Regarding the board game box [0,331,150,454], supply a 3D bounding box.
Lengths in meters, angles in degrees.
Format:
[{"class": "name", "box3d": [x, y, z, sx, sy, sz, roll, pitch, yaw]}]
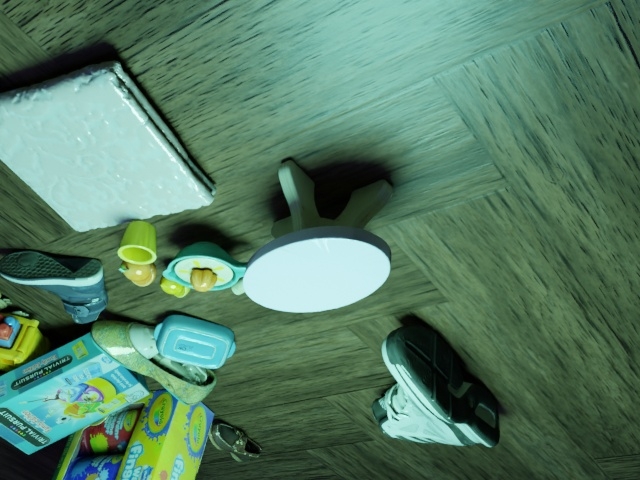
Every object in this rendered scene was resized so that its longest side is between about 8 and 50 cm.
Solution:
[{"class": "board game box", "box3d": [-0.618, 0.368, 1.847, 0.336, 0.079, 0.254, -27, 144, -5]}]

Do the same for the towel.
[{"class": "towel", "box3d": [-0.387, -0.148, 1.308, 0.332, 0.053, 0.317, -9, 138, 26]}]

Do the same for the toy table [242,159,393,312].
[{"class": "toy table", "box3d": [0.000, 0.000, 1.301, 0.274, 0.161, 0.252, -11, 136, 26]}]

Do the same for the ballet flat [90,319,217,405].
[{"class": "ballet flat", "box3d": [-0.376, 0.268, 1.798, 0.123, 0.123, 0.348, -19, 132, 34]}]

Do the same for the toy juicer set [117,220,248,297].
[{"class": "toy juicer set", "box3d": [-0.232, 0.073, 1.484, 0.329, 0.089, 0.209, 12, 147, -16]}]

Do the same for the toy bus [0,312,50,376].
[{"class": "toy bus", "box3d": [-0.775, 0.234, 1.814, 0.220, 0.149, 0.211, 12, 144, 0]}]

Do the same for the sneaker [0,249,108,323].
[{"class": "sneaker", "box3d": [-0.568, 0.105, 1.650, 0.226, 0.086, 0.163, 8, 139, 4]}]

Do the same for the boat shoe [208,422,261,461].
[{"class": "boat shoe", "box3d": [-0.237, 0.560, 2.150, 0.073, 0.073, 0.207, -15, 143, 20]}]

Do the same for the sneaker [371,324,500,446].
[{"class": "sneaker", "box3d": [0.193, 0.351, 1.682, 0.257, 0.169, 0.447, -17, 136, 30]}]

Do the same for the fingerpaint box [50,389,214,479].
[{"class": "fingerpaint box", "box3d": [-0.520, 0.626, 2.004, 0.371, 0.444, 0.163, -11, 136, 28]}]

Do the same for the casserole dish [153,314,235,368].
[{"class": "casserole dish", "box3d": [-0.283, 0.234, 1.727, 0.188, 0.037, 0.114, 17, 112, -15]}]

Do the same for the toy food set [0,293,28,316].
[{"class": "toy food set", "box3d": [-0.787, 0.128, 1.786, 0.132, 0.038, 0.192, -5, 152, 31]}]
